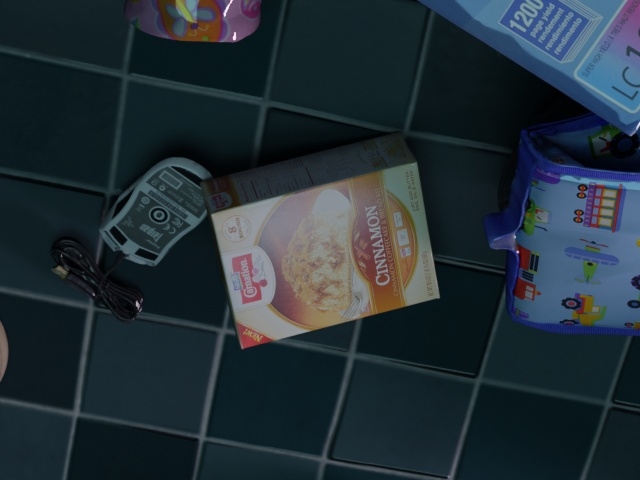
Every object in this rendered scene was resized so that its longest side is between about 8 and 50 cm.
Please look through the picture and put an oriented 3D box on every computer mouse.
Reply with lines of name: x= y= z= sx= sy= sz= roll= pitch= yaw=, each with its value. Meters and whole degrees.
computer mouse: x=-0.160 y=-0.012 z=1.752 sx=0.106 sy=0.042 sz=0.193 roll=37 pitch=120 yaw=-16

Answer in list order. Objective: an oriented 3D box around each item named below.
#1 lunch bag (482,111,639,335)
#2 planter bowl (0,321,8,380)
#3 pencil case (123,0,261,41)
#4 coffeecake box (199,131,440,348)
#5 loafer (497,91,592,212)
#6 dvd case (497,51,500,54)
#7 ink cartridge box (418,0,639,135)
lunch bag: x=0.282 y=-0.012 z=1.598 sx=0.293 sy=0.138 sz=0.221 roll=-5 pitch=143 yaw=-4
planter bowl: x=-0.384 y=0.125 z=1.809 sx=0.162 sy=0.109 sz=0.162 roll=2 pitch=120 yaw=3
pencil case: x=-0.094 y=-0.301 z=1.536 sx=0.124 sy=0.124 sz=0.284 roll=5 pitch=120 yaw=1
coffeecake box: x=0.000 y=0.000 z=1.704 sx=0.185 sy=0.068 sz=0.142 roll=-14 pitch=120 yaw=-5
loafer: x=0.265 y=-0.121 z=1.635 sx=0.095 sy=0.109 sz=0.302 roll=7 pitch=131 yaw=-39
dvd case: x=0.166 y=-0.223 z=1.618 sx=0.087 sy=0.013 sz=0.119 roll=-20 pitch=118 yaw=15
ink cartridge box: x=0.144 y=-0.303 z=1.442 sx=0.395 sy=0.151 sz=0.270 roll=32 pitch=111 yaw=-3
